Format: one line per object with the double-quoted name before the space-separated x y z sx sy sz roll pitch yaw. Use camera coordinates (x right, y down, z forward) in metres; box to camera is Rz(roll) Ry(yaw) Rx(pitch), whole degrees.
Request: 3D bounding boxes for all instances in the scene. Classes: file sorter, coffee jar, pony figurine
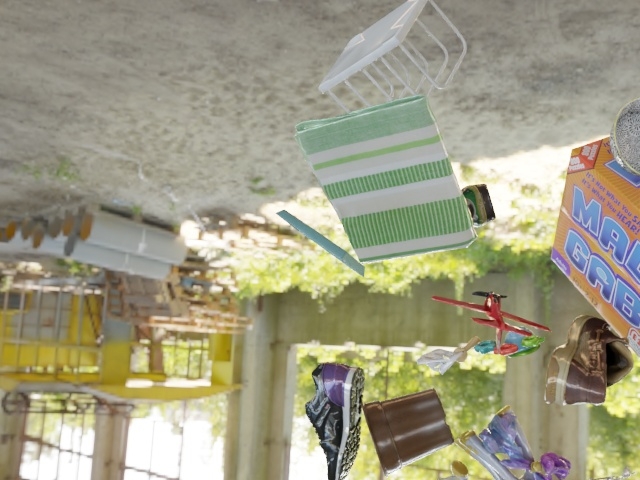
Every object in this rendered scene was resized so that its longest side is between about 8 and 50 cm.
"file sorter" 0.172 -0.405 1.746 0.173 0.193 0.277 42 146 -19
"coffee jar" 0.289 -0.060 1.651 0.184 0.096 0.079 -17 -177 -15
"pony figurine" 0.468 0.563 1.687 0.302 0.364 0.351 -23 161 -36

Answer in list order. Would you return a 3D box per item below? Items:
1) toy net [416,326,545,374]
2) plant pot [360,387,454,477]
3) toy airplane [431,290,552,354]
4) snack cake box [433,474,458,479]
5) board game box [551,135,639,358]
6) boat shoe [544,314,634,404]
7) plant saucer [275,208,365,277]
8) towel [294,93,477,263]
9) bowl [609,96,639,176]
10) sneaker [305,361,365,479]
"toy net" 0.297 0.215 1.407 0.232 0.045 0.122 -17 -170 4
"plant pot" 0.190 0.402 1.632 0.165 0.167 0.167 -20 170 1
"toy airplane" 0.202 0.087 0.884 0.151 0.028 0.151 13 -161 -5
"snack cake box" 0.169 0.453 0.981 0.089 0.264 0.152 -37 153 27
"board game box" 0.789 -0.022 1.696 0.356 0.357 0.356 -19 136 -12
"boat shoe" 0.511 0.224 1.393 0.123 0.123 0.342 7 -170 29
"plant saucer" 0.000 0.000 1.214 0.067 0.018 0.192 38 179 -43
"towel" 0.121 -0.095 1.330 0.247 0.038 0.325 -9 129 26
"bowl" 0.642 -0.195 1.523 0.170 0.170 0.080 5 169 -13
"sneaker" 0.025 0.419 1.757 0.124 0.284 0.107 8 -174 23
